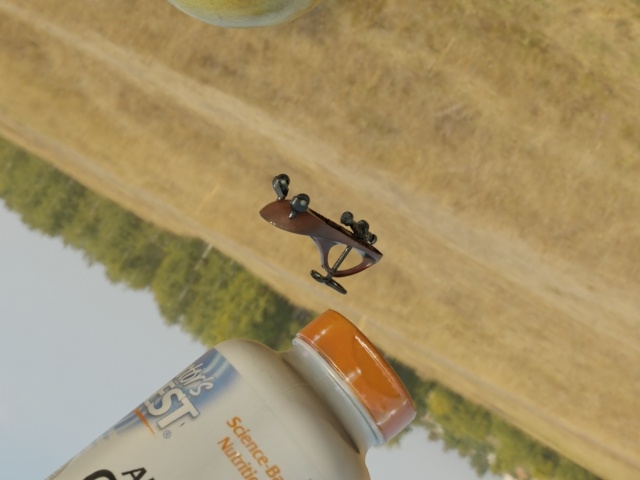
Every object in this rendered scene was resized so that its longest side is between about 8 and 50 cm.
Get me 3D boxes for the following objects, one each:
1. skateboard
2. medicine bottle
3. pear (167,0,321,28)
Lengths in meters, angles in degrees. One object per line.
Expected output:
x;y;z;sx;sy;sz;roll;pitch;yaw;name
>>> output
0.000;0.000;1.009;0.151;0.080;0.067;29;-171;-31;skateboard
-0.074;0.171;0.642;0.157;0.289;0.157;48;167;15;medicine bottle
-0.059;-0.295;0.874;0.209;0.208;0.209;32;175;3;pear
